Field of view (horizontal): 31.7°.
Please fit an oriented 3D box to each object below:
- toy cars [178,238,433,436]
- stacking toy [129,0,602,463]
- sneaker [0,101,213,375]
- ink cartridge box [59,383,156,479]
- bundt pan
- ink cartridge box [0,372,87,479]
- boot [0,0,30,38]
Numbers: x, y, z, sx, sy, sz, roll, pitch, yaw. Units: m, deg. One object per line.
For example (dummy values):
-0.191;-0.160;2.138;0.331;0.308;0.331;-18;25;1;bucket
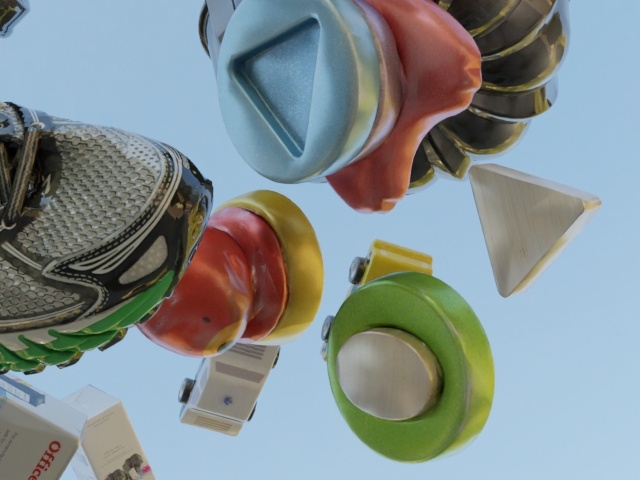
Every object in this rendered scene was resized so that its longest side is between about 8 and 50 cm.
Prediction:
-0.023;0.141;1.388;0.393;0.087;0.176;-25;-60;13;toy cars
0.000;0.000;0.739;0.130;0.279;0.309;-9;-47;-45;stacking toy
-0.219;-0.028;0.570;0.343;0.134;0.146;6;-34;16;sneaker
-0.230;0.260;1.255;0.061;0.104;0.181;-28;-72;-26;ink cartridge box
0.057;-0.158;0.945;0.330;0.124;0.331;-2;-41;-2;bundt pan
-0.330;0.188;1.072;0.175;0.072;0.127;32;-85;-10;ink cartridge box
-0.453;-0.109;0.675;0.367;0.146;0.445;41;-83;-17;boot
